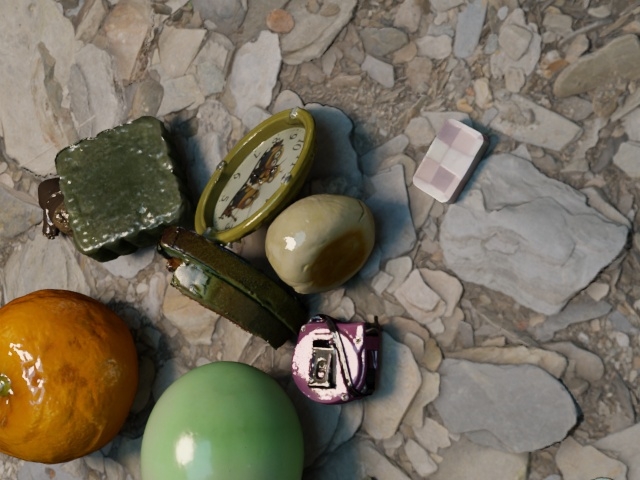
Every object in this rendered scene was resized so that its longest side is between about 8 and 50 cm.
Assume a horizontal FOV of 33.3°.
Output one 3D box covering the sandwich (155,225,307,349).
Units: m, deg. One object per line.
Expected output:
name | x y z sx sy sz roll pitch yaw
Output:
sandwich | -0.142 0.068 1.484 0.159 0.235 0.079 6 63 45

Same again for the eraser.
eraser | 0.174 -0.106 1.430 0.065 0.026 0.105 34 102 29

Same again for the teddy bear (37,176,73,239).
teddy bear | -0.399 -0.044 1.700 0.160 0.078 0.119 33 105 25

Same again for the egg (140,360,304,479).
egg | -0.133 0.298 1.445 0.220 0.220 0.269 0 73 28

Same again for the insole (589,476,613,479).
insole | 0.355 0.405 1.301 0.080 0.003 0.232 -7 82 27

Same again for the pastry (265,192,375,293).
pastry | 0.000 0.000 1.446 0.156 0.156 0.092 -48 61 16

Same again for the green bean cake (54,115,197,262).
green bean cake | -0.293 -0.077 1.616 0.183 0.094 0.185 -22 73 6

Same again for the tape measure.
tape measure | 0.020 0.161 1.461 0.118 0.074 0.125 -4 81 28

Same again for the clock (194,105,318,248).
clock | -0.081 -0.082 1.502 0.237 0.057 0.237 -35 31 24

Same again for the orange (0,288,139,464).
orange | -0.398 0.203 1.593 0.261 0.261 0.261 -3 84 28

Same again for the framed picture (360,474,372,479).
framed picture | 0.025 0.429 1.412 0.203 0.015 0.150 -34 68 -11
